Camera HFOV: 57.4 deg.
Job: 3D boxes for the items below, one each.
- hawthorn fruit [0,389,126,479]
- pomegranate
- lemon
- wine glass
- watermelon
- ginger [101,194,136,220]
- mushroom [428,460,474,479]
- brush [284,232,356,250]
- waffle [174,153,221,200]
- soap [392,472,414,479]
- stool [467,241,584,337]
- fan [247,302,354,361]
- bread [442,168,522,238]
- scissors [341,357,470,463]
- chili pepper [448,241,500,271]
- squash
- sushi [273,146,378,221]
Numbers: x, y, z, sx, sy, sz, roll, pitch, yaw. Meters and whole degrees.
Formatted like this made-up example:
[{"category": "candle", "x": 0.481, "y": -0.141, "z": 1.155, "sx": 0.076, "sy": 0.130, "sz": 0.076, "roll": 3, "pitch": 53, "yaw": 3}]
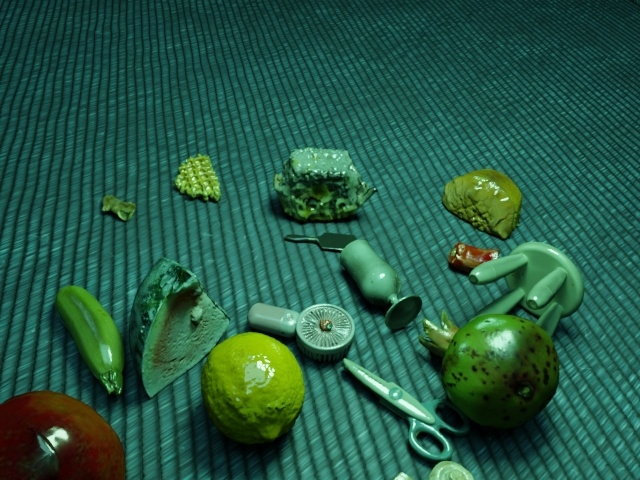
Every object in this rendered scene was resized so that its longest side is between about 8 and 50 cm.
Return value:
[{"category": "hawthorn fruit", "x": -0.473, "y": 0.372, "z": 0.945, "sx": 0.307, "sy": 0.265, "sz": 0.265, "roll": 21, "pitch": 44, "yaw": 33}, {"category": "pomegranate", "x": 0.342, "y": 0.227, "z": 1.181, "sx": 0.230, "sy": 0.231, "sz": 0.286, "roll": -9, "pitch": 39, "yaw": -14}, {"category": "lemon", "x": -0.128, "y": 0.278, "z": 1.112, "sx": 0.192, "sy": 0.192, "sz": 0.231, "roll": -17, "pitch": 49, "yaw": -22}, {"category": "wine glass", "x": 0.136, "y": 0.097, "z": 1.393, "sx": 0.103, "sy": 0.103, "sz": 0.231, "roll": -17, "pitch": 44, "yaw": -22}, {"category": "watermelon", "x": -0.291, "y": 0.184, "z": 1.217, "sx": 0.213, "sy": 0.319, "sz": 0.290, "roll": 17, "pitch": 71, "yaw": -23}, {"category": "ginger", "x": -0.547, "y": -0.089, "z": 1.591, "sx": 0.137, "sy": 0.044, "sz": 0.058, "roll": 21, "pitch": 74, "yaw": 26}, {"category": "mushroom", "x": 0.237, "y": 0.439, "z": 1.056, "sx": 0.083, "sy": 0.068, "sz": 0.084, "roll": 7, "pitch": 38, "yaw": -6}, {"category": "brush", "x": 0.000, "y": 0.000, "z": 1.553, "sx": 0.193, "sy": 0.016, "sz": 0.063, "roll": 7, "pitch": 42, "yaw": 3}, {"category": "waffle", "x": -0.342, "y": -0.187, "z": 1.708, "sx": 0.160, "sy": 0.046, "sz": 0.192, "roll": 10, "pitch": 43, "yaw": 9}, {"category": "soap", "x": 0.105, "y": 0.543, "z": 0.918, "sx": 0.199, "sy": 0.091, "sz": 0.315, "roll": 34, "pitch": 51, "yaw": 27}, {"category": "stool", "x": 0.453, "y": 0.124, "z": 1.310, "sx": 0.198, "sy": 0.196, "sz": 0.195, "roll": -26, "pitch": 36, "yaw": -34}, {"category": "fan", "x": -0.045, "y": 0.191, "z": 1.299, "sx": 0.244, "sy": 0.074, "sz": 0.130, "roll": 12, "pitch": 44, "yaw": 10}, {"category": "bread", "x": 0.464, "y": -0.124, "z": 1.644, "sx": 0.228, "sy": 0.140, "sz": 0.143, "roll": 33, "pitch": 42, "yaw": 26}, {"category": "scissors", "x": 0.158, "y": 0.327, "z": 1.190, "sx": 0.289, "sy": 0.041, "sz": 0.138, "roll": 31, "pitch": 54, "yaw": 25}, {"category": "chili pepper", "x": 0.392, "y": 0.046, "z": 1.497, "sx": 0.123, "sy": 0.073, "sz": 0.070, "roll": 13, "pitch": 1, "yaw": 6}, {"category": "squash", "x": -0.478, "y": 0.202, "z": 1.246, "sx": 0.094, "sy": 0.095, "sz": 0.341, "roll": -25, "pitch": 47, "yaw": -28}, {"category": "sushi", "x": 0.008, "y": -0.152, "z": 1.593, "sx": 0.273, "sy": 0.184, "sz": 0.140, "roll": 0, "pitch": 44, "yaw": -6}]
